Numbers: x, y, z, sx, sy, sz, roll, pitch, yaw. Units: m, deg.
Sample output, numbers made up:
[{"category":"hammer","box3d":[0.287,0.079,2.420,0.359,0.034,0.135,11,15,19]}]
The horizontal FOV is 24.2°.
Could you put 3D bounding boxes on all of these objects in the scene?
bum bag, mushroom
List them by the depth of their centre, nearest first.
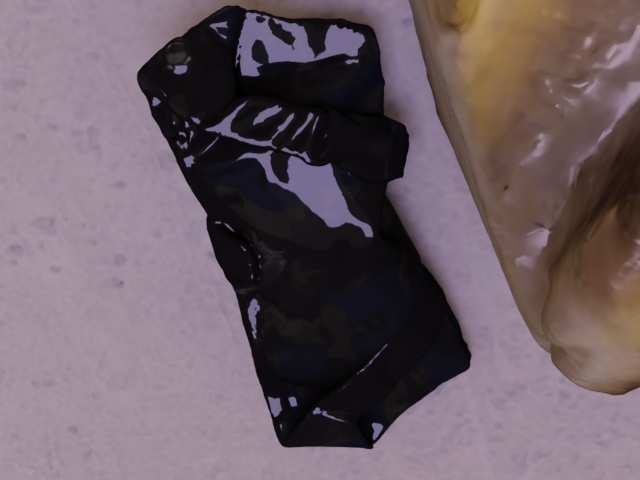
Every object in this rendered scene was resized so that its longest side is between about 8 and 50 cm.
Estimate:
[{"category":"mushroom","box3d":[0.183,-0.126,0.730,0.313,0.224,0.397,-14,122,3]},{"category":"bum bag","box3d":[0.000,0.000,0.891,0.137,0.074,0.310,-16,121,5]}]
